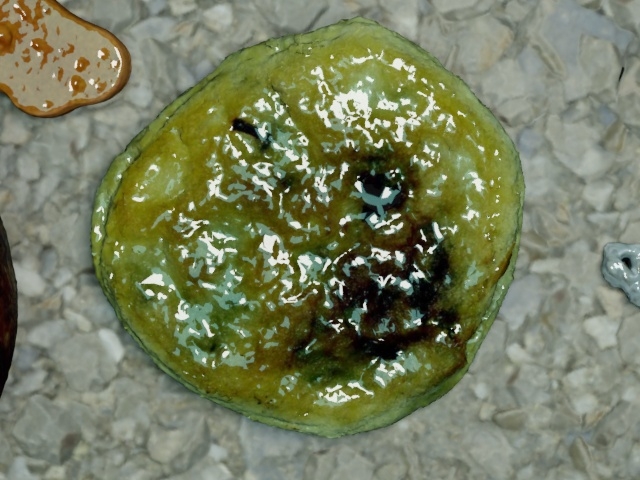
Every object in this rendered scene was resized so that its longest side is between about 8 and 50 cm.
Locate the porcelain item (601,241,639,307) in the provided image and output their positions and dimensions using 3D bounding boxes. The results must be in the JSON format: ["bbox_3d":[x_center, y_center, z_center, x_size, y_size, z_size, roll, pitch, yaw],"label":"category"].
[{"bbox_3d":[0.241,0.034,1.130,0.036,0.028,0.083,-43,93,-11],"label":"porcelain item"}]

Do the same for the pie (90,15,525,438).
[{"bbox_3d":[0.000,0.000,1.110,0.323,0.070,0.323,0,99,0],"label":"pie"}]

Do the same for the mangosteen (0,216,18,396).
[{"bbox_3d":[-0.355,0.044,1.002,0.330,0.330,0.330,0,97,1],"label":"mangosteen"}]

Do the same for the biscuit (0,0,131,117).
[{"bbox_3d":[-0.273,-0.222,1.098,0.334,0.047,0.202,21,96,-3],"label":"biscuit"}]
